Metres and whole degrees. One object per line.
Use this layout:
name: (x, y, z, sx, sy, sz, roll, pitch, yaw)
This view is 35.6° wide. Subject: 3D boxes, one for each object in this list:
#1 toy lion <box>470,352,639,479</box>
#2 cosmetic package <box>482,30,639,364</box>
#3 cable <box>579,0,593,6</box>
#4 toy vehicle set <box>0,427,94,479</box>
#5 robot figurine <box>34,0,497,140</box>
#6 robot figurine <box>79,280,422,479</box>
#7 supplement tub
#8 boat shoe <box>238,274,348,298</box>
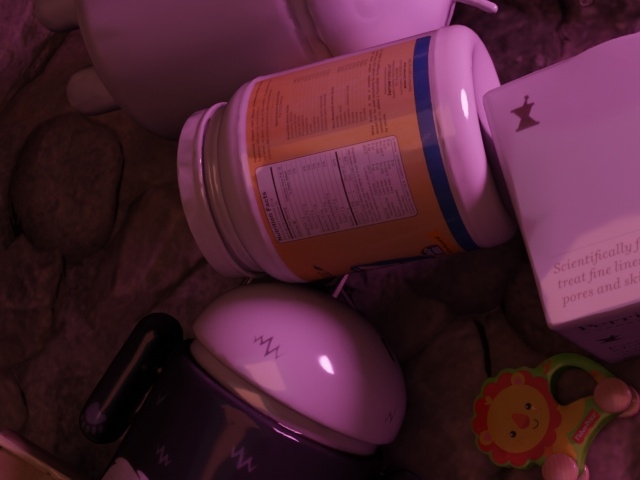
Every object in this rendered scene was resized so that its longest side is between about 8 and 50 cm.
toy lion: (0.157, 0.120, 0.696, 0.096, 0.034, 0.100, 37, 96, 36)
cosmetic package: (0.211, -0.023, 0.612, 0.151, 0.184, 0.151, -20, 70, 22)
cable: (0.202, -0.310, 0.710, 0.139, 0.072, 0.287, -1, 97, 39)
toy vehicle set: (-0.257, 0.307, 0.796, 0.166, 0.035, 0.267, 33, 85, 1)
robot figurine: (-0.046, -0.196, 0.775, 0.353, 0.200, 0.300, -10, 111, 25)
robot figurine: (-0.055, 0.163, 0.714, 0.278, 0.209, 0.173, -60, 24, 3)
supplement tub: (0.021, -0.051, 0.666, 0.200, 0.144, 0.144, -11, 73, 21)
boat shoe: (0.000, 0.000, 0.782, 0.206, 0.065, 0.075, -39, 64, 14)
